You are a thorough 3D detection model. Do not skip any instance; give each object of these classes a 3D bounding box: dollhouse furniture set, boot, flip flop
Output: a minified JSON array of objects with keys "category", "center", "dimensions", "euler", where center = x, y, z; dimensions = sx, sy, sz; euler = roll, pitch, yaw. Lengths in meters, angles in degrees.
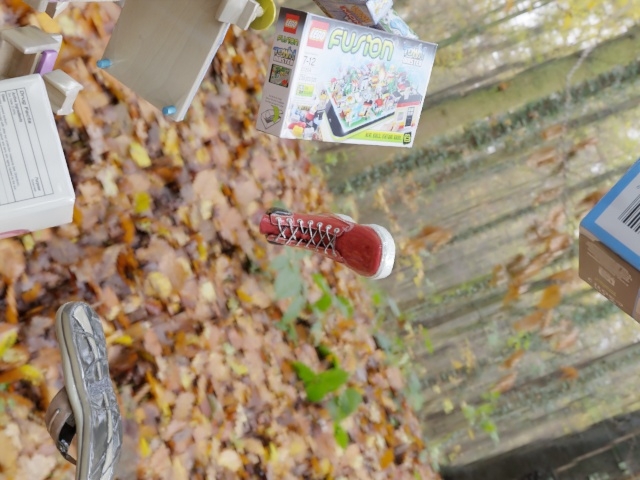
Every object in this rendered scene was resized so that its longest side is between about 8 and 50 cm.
[{"category":"dollhouse furniture set","center":[-0.219,-0.265,1.116],"dimensions":[0.303,0.286,0.198],"euler":[34,25,11]},{"category":"boot","center":[0.000,0.000,1.384],"dimensions":[0.244,0.176,0.088],"euler":[27,-72,62]},{"category":"flip flop","center":[-0.331,0.222,1.152],"dimensions":[0.112,0.080,0.277],"euler":[-1,81,-81]}]

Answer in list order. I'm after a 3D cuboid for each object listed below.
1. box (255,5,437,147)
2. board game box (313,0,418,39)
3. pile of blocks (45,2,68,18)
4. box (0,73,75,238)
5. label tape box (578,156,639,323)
[{"category":"box","center":[0.030,-0.153,0.834],"dimensions":[0.036,0.207,0.114],"euler":[24,-72,37]},{"category":"board game box","center":[0.098,-0.456,1.734],"dimensions":[0.194,0.060,0.194],"euler":[41,-9,-24]},{"category":"pile of blocks","center":[-0.511,-0.571,1.491],"dimensions":[0.149,0.112,0.362],"euler":[22,-33,24]},{"category":"box","center":[-0.398,-0.071,0.919],"dimensions":[0.127,0.232,0.148],"euler":[149,-75,-70]},{"category":"label tape box","center":[0.436,0.069,1.008],"dimensions":[0.249,0.115,0.348],"euler":[41,-4,23]}]
